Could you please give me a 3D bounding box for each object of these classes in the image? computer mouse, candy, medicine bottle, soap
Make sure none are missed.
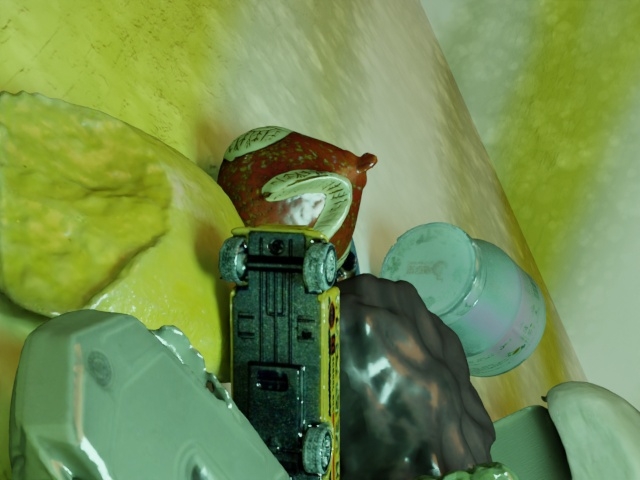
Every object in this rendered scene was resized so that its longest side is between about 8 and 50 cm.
[{"bbox_3d":[-0.145,0.242,0.889,0.429,0.145,0.228,57,24,-25],"label":"computer mouse"},{"bbox_3d":[0.582,0.451,1.866,0.427,0.186,0.386,49,16,-38],"label":"candy"},{"bbox_3d":[0.263,0.107,1.921,0.290,0.245,0.245,34,34,-49],"label":"medicine bottle"},{"bbox_3d":[-0.184,0.006,1.136,0.427,0.115,0.306,29,36,-57],"label":"soap"}]

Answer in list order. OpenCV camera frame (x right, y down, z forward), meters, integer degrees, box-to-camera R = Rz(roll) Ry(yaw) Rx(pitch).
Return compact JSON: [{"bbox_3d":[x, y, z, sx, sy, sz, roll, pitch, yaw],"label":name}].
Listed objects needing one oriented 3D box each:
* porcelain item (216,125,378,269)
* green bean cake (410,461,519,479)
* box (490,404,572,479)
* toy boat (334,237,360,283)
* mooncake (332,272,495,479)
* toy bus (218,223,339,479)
[{"bbox_3d":[-0.022,-0.064,1.454,0.253,0.253,0.253,50,24,-31],"label":"porcelain item"},{"bbox_3d":[0.137,0.370,1.115,0.125,0.227,0.222,52,19,-79],"label":"green bean cake"},{"bbox_3d":[0.478,0.532,2.011,0.352,0.177,0.344,31,34,-55],"label":"box"},{"bbox_3d":[0.000,0.000,1.615,0.097,0.100,0.223,53,16,-64],"label":"toy boat"},{"bbox_3d":[0.091,0.233,1.365,0.381,0.212,0.350,65,21,8],"label":"mooncake"},{"bbox_3d":[-0.036,0.148,1.118,0.123,0.121,0.335,-23,114,-71],"label":"toy bus"}]
